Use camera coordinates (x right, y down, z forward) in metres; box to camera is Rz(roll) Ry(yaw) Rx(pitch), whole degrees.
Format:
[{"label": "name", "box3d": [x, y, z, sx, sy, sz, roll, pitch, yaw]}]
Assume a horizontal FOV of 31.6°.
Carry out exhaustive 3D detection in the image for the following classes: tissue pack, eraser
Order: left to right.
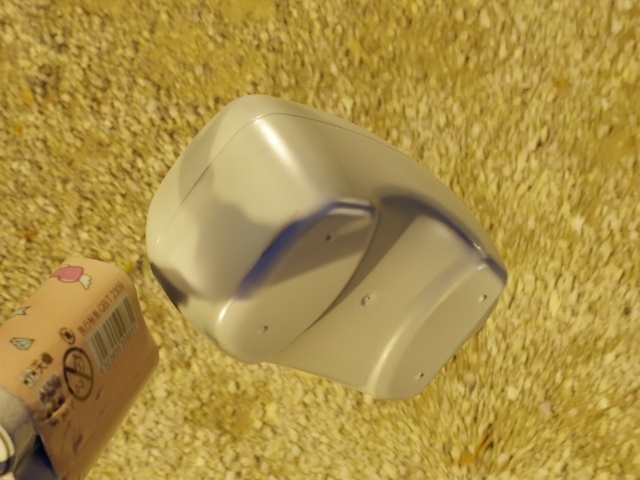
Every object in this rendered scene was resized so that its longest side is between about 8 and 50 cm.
[{"label": "eraser", "box3d": [-0.251, 0.145, 1.085, 0.087, 0.290, 0.171, -12, 111, 18]}, {"label": "tissue pack", "box3d": [0.000, 0.000, 1.104, 0.229, 0.333, 0.236, -52, 46, 16]}]
